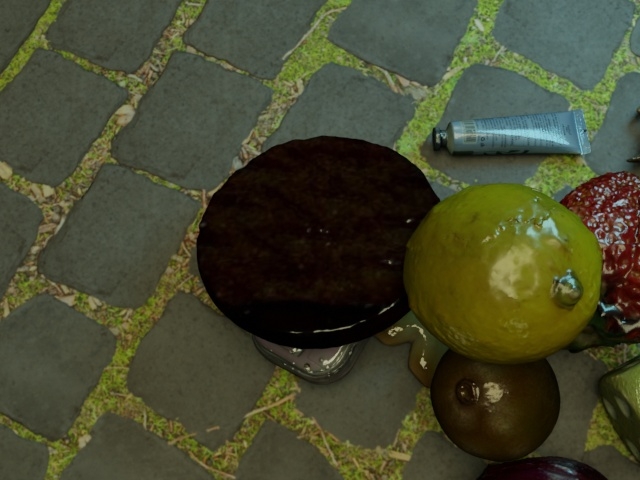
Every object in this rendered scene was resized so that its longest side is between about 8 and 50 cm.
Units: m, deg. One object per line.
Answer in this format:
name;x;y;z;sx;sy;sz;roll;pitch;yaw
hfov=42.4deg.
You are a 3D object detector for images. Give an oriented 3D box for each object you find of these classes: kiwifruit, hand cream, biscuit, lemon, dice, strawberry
kiwifruit;0.266;0.237;1.260;0.196;0.234;0.196;-10;69;29
hand cream;0.334;-0.184;1.452;0.271;0.058;0.091;-4;65;-1
biscuit;0.199;0.125;1.390;0.164;0.047;0.208;44;83;11
lemon;0.242;0.044;1.131;0.260;0.284;0.260;-4;118;-8
biscuit;0.000;0.000;1.355;0.407;0.091;0.407;-4;55;6
dice;0.547;0.250;1.274;0.169;0.169;0.166;-26;77;-3
strawberry;0.447;0.029;1.305;0.250;0.238;0.288;12;70;2

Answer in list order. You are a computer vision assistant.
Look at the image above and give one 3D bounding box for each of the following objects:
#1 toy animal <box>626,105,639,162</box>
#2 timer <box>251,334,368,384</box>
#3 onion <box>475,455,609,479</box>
toy animal;0.615;-0.166;1.417;0.188;0.089;0.179;-42;91;-10
timer;-0.006;0.125;1.377;0.191;0.069;0.208;24;77;22
onion;0.314;0.466;1.201;0.337;0.260;0.282;-42;73;-6
